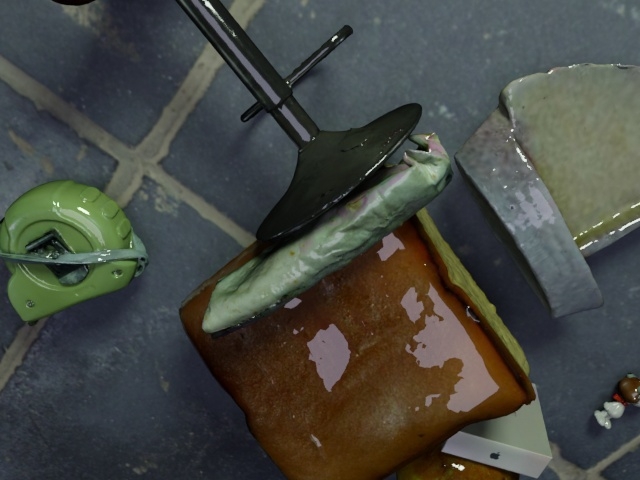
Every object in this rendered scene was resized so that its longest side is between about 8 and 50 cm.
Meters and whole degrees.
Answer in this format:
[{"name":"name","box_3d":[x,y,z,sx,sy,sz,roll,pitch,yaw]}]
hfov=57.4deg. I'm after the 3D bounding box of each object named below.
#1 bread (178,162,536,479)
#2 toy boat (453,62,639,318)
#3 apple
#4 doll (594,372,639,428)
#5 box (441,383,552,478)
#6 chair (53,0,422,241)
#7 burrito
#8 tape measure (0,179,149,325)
[{"name":"bread","box_3d":[0.039,0.117,0.718,0.333,0.143,0.323,-38,85,20]},{"name":"toy boat","box_3d":[0.298,-0.078,0.667,0.276,0.111,0.293,39,100,-10]},{"name":"apple","box_3d":[0.189,0.328,0.833,0.163,0.146,0.147,3,118,-20]},{"name":"doll","box_3d":[0.420,0.223,0.815,0.085,0.040,0.058,-32,117,19]},{"name":"box","box_3d":[0.230,0.239,0.792,0.129,0.130,0.051,16,121,0]},{"name":"chair","box_3d":[-0.105,-0.215,0.576,0.226,0.226,0.401,-36,106,20]},{"name":"burrito","box_3d":[0.001,0.002,0.596,0.309,0.096,0.066,-37,101,16]},{"name":"tape measure","box_3d":[-0.336,0.011,0.774,0.200,0.106,0.175,-17,115,12]}]
